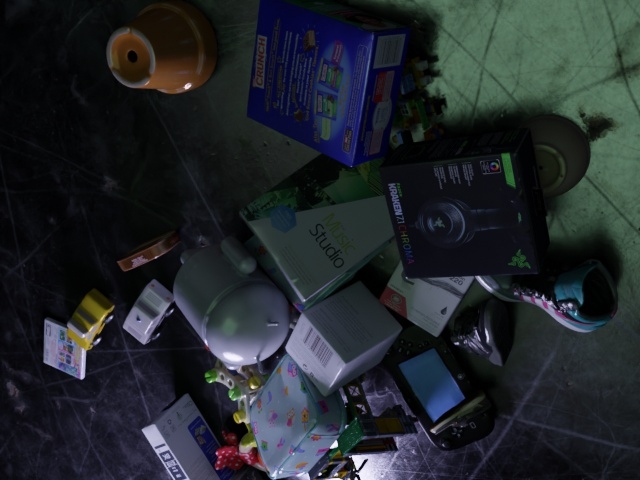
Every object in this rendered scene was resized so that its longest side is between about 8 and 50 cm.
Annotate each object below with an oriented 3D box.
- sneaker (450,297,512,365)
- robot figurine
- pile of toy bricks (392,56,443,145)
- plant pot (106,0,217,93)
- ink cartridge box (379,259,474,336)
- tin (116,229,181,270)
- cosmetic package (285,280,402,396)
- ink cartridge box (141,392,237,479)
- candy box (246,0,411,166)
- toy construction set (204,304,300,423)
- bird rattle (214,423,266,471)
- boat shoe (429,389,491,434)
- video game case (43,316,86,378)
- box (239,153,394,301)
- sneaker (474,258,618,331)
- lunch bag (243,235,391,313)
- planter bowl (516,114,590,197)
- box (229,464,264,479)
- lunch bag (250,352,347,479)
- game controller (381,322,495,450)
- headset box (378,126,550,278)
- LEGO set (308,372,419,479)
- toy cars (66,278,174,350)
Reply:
[{"bbox_3d":[0.333,0.185,1.665,0.130,0.087,0.227,16,156,25],"label":"sneaker"},{"bbox_3d":[-0.199,0.142,1.757,0.353,0.199,0.300,41,134,45],"label":"robot figurine"},{"bbox_3d":[0.174,-0.256,1.602,0.105,0.118,0.212,13,128,52],"label":"pile of toy bricks"},{"bbox_3d":[-0.362,-0.416,1.728,0.205,0.188,0.205,9,114,21],"label":"plant pot"},{"bbox_3d":[0.247,0.075,1.700,0.158,0.092,0.218,31,118,10],"label":"ink cartridge box"},{"bbox_3d":[-0.435,0.026,1.992,0.189,0.106,0.040,-22,108,31],"label":"tin"},{"bbox_3d":[0.050,0.216,1.737,0.151,0.183,0.151,49,141,22],"label":"cosmetic package"},{"bbox_3d":[-0.338,0.602,2.145,0.065,0.165,0.333,-28,95,31],"label":"ink cartridge box"},{"bbox_3d":[0.005,-0.333,1.576,0.317,0.122,0.268,30,123,34],"label":"candy box"},{"bbox_3d":[-0.181,0.270,1.945,0.215,0.151,0.328,44,117,32],"label":"toy construction set"},{"bbox_3d":[-0.159,0.559,2.073,0.206,0.143,0.253,30,124,-8],"label":"bird rattle"},{"bbox_3d":[0.315,0.397,1.764,0.152,0.056,0.049,-39,89,17],"label":"boat shoe"},{"bbox_3d":[-0.753,0.318,2.309,0.143,0.019,0.157,19,116,17],"label":"video game case"},{"bbox_3d":[0.025,-0.057,1.648,0.322,0.058,0.232,-36,88,-11],"label":"box"},{"bbox_3d":[0.452,0.085,1.526,0.295,0.124,0.178,24,162,-3],"label":"sneaker"},{"bbox_3d":[0.000,0.000,1.750,0.262,0.160,0.223,-40,87,21],"label":"lunch bag"},{"bbox_3d":[0.431,-0.152,1.511,0.162,0.109,0.162,9,113,21],"label":"planter bowl"},{"bbox_3d":[-0.184,0.755,2.124,0.056,0.183,0.231,-29,96,32],"label":"box"},{"bbox_3d":[-0.056,0.400,1.827,0.279,0.107,0.224,-57,41,33],"label":"lunch bag"},{"bbox_3d":[0.267,0.335,1.811,0.166,0.067,0.319,-28,97,31],"label":"game controller"},{"bbox_3d":[0.285,-0.065,1.480,0.283,0.131,0.246,-3,115,28],"label":"headset box"},{"bbox_3d":[0.084,0.436,1.883,0.331,0.192,0.255,-59,41,30],"label":"LEGO set"},{"bbox_3d":[-0.562,0.217,2.131,0.393,0.087,0.177,-9,105,26],"label":"toy cars"}]
